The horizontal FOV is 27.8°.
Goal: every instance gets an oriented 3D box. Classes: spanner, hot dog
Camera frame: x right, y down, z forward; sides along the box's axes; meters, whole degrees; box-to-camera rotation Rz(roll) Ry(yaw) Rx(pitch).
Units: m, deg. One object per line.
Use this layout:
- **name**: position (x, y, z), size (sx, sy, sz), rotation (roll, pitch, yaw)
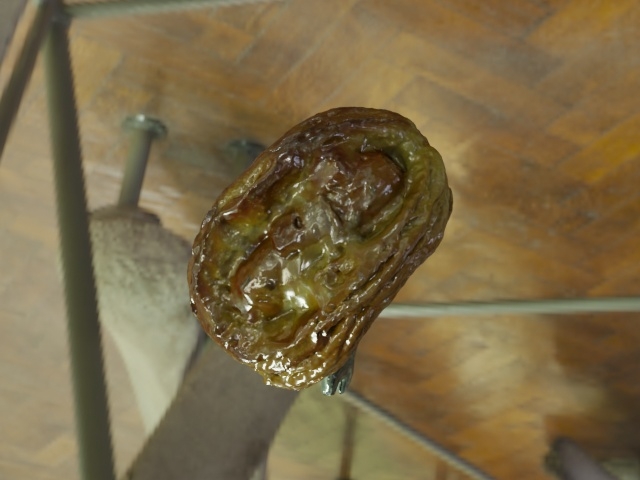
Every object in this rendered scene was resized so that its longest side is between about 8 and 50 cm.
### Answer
- **spanner**: position (0.063, 0.030, 1.427), size (0.017, 0.302, 0.071), rotation (19, 176, 21)
- **hot dog**: position (-0.002, 0.001, 1.109), size (0.175, 0.259, 0.114), rotation (41, -171, 17)
